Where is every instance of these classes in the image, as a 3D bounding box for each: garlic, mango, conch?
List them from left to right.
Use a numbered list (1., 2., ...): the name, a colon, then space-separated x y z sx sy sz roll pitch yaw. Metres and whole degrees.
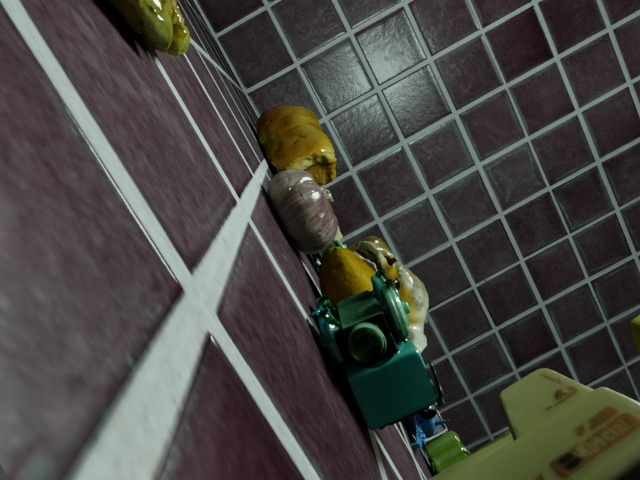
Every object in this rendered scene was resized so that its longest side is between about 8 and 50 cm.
1. garlic: -0.026 -0.058 0.893 0.159 0.101 0.147 61 3 6
2. mango: 0.064 0.099 0.825 0.147 0.109 0.228 81 -16 -59
3. conch: 0.137 0.146 1.158 0.324 0.186 0.263 41 20 -37

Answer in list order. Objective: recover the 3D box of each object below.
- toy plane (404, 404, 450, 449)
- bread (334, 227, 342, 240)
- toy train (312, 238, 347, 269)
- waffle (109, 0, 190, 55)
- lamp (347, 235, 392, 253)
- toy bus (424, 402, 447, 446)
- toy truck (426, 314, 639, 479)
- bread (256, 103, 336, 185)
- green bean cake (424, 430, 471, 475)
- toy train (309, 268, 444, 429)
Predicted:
1. toy plane: 0.229 0.395 1.209 0.271 0.104 0.254 55 19 -34
2. bread: -0.019 0.009 1.274 0.077 0.105 0.152 61 34 -16
3. toy train: -0.012 -0.021 1.065 0.132 0.083 0.200 55 -6 44
4. waffle: -0.207 -0.306 0.441 0.282 0.058 0.301 64 2 22
5. lamp: 0.121 0.085 1.441 0.161 0.184 0.161 60 0 0
6. toy bus: 0.270 0.442 1.538 0.343 0.097 0.138 64 1 36
7. toy truck: 0.239 0.175 0.342 0.181 0.405 0.254 61 -8 -23
8. bread: -0.077 -0.285 1.482 0.344 0.195 0.149 -117 -163 -47
9. green bean cake: 0.355 0.604 1.265 0.214 0.113 0.200 58 4 -46
10. toy train: 0.068 0.135 0.639 0.203 0.112 0.163 -81 148 -85
